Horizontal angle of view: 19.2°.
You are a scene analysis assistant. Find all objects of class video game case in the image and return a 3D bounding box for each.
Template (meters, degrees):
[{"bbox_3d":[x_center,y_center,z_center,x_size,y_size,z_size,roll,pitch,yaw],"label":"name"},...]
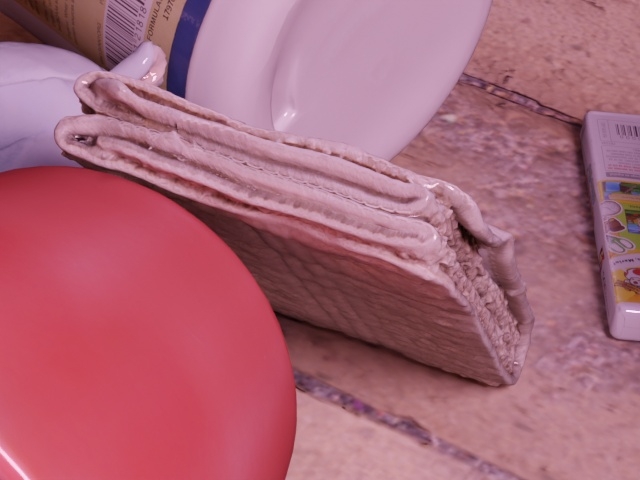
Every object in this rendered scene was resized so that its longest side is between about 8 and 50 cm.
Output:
[{"bbox_3d":[0.272,-0.002,1.108,0.227,0.026,0.206,6,36,-2],"label":"video game case"}]

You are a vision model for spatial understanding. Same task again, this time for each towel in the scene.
[{"bbox_3d":[0.000,0.000,0.888,0.187,0.282,0.049,19,80,15],"label":"towel"}]

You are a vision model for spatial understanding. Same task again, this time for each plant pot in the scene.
[{"bbox_3d":[-0.140,0.100,0.718,0.275,0.275,0.243,17,26,13],"label":"plant pot"}]

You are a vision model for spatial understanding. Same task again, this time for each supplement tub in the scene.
[{"bbox_3d":[-0.076,-0.189,1.116,0.228,0.228,0.316,-27,52,-37],"label":"supplement tub"}]

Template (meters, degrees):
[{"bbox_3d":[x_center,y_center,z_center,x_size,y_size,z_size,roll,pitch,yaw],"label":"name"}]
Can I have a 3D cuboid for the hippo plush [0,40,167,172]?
[{"bbox_3d":[-0.220,-0.037,0.970,0.236,0.234,0.294,21,42,-34],"label":"hippo plush"}]
